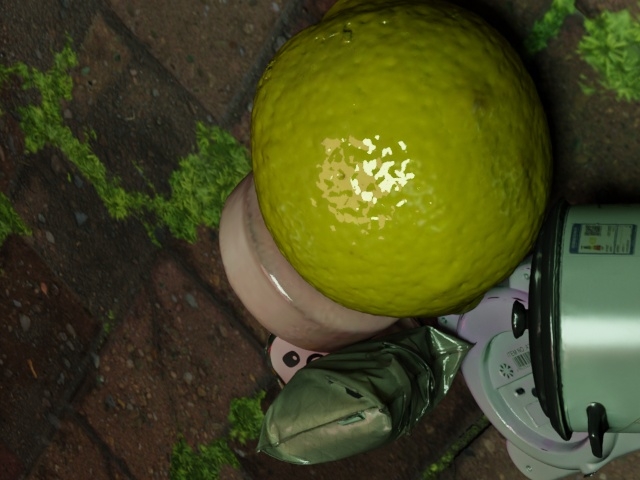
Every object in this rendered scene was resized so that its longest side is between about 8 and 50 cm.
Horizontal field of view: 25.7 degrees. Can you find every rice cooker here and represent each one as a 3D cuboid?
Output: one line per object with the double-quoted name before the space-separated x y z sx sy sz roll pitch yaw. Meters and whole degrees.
"rice cooker" 0.300 0.076 1.366 0.227 0.280 0.241 -1 148 15

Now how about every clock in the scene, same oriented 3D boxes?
"clock" 0.260 0.145 1.588 0.248 0.090 0.227 56 138 0

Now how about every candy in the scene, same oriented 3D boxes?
"candy" 0.000 0.000 1.614 0.255 0.255 0.094 53 138 1

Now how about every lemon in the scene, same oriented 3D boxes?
"lemon" 0.080 -0.084 1.430 0.336 0.336 0.336 22 130 30

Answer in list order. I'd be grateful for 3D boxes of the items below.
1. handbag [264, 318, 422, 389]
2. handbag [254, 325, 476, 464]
"handbag" 0.034 0.148 1.770 0.179 0.116 0.205 -29 97 49
"handbag" 0.056 0.167 1.527 0.182 0.270 0.117 -23 90 27
